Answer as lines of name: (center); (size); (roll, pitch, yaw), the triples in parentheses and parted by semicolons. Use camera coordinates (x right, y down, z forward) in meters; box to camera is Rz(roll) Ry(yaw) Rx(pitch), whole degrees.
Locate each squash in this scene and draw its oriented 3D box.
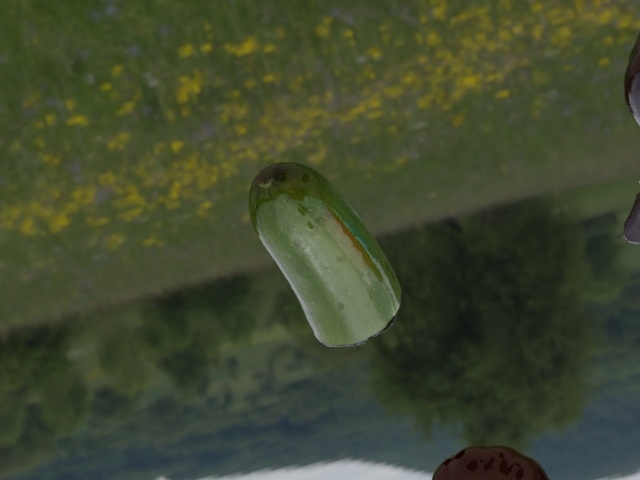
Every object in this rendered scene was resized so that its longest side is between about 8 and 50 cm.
squash: (0.000, 0.000, 1.325); (0.095, 0.095, 0.188); (-16, 133, 15)

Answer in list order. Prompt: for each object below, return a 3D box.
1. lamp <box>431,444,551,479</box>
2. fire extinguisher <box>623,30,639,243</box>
lamp: (0.124, 0.194, 1.089); (0.101, 0.101, 0.090); (-18, -171, 30)
fire extinguisher: (0.260, -0.153, 0.987); (0.105, 0.341, 0.141); (20, 148, 10)
